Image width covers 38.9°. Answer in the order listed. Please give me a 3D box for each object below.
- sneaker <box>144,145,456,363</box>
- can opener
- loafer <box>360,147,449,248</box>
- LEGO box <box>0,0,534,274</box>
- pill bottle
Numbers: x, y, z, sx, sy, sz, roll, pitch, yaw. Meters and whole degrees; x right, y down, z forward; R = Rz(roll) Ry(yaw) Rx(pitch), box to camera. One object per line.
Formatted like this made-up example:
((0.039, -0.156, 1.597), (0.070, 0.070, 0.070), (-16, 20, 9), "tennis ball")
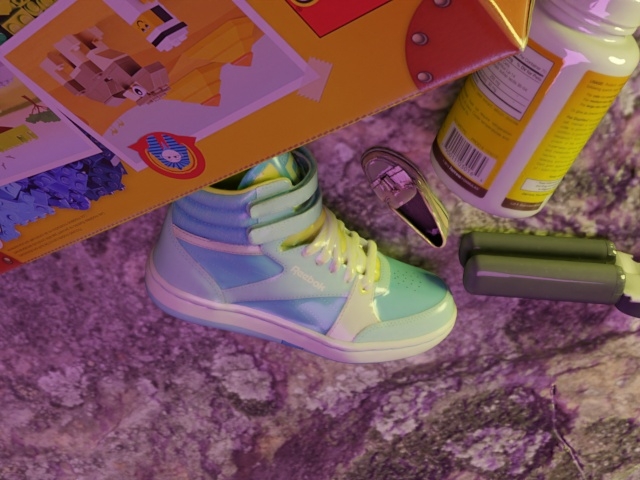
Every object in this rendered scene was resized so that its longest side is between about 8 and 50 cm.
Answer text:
((0.000, 0.000, 0.866), (0.319, 0.127, 0.208), (9, 129, -10), "sneaker")
((0.280, 0.045, 0.940), (0.281, 0.074, 0.093), (7, 129, -7), "can opener")
((0.087, -0.040, 0.889), (0.045, 0.039, 0.125), (-33, 122, 23), "loafer")
((-0.179, -0.204, 0.553), (0.500, 0.193, 0.372), (-19, 131, 38), "LEGO box")
((0.187, -0.131, 0.770), (0.117, 0.117, 0.215), (16, 126, -14), "pill bottle")
